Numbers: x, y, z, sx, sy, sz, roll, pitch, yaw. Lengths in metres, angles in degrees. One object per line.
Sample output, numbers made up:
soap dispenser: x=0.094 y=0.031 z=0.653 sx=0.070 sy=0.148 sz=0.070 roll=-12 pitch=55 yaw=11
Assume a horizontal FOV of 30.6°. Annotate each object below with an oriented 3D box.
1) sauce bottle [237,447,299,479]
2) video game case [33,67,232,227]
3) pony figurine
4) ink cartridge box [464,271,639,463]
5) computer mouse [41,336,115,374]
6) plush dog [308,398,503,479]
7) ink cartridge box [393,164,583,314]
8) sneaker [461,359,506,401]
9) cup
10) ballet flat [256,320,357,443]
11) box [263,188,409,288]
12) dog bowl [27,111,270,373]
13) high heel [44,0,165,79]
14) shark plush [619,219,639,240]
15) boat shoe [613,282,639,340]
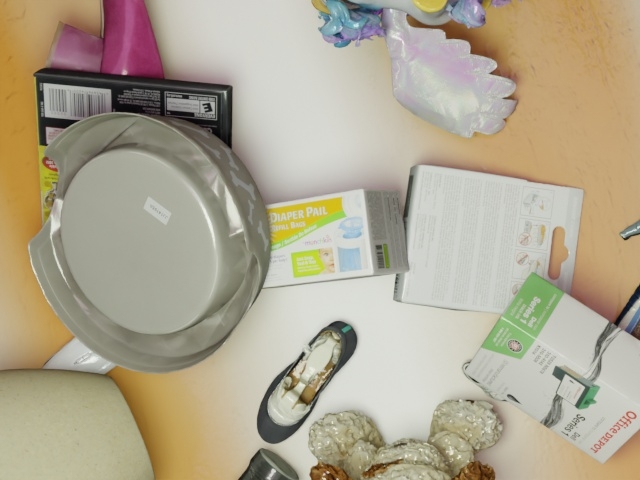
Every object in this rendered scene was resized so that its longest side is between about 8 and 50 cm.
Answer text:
sauce bottle: x=-0.158 y=0.437 z=1.594 sx=0.111 sy=0.111 sz=0.344 roll=40 pitch=93 yaw=8
video game case: x=-0.258 y=-0.104 z=1.619 sx=0.275 sy=0.035 sz=0.248 roll=6 pitch=113 yaw=9
pony figurine: x=0.132 y=-0.315 z=1.480 sx=0.351 sy=0.363 sz=0.303 roll=16 pitch=89 yaw=-5
ink cartridge box: x=0.317 y=0.165 z=1.491 sx=0.219 sy=0.160 sz=0.092 roll=33 pitch=56 yaw=10
computer mouse: x=-0.320 y=0.162 z=1.663 sx=0.193 sy=0.042 sz=0.106 roll=-35 pitch=84 yaw=6
plush dog: x=0.109 y=0.319 z=1.494 sx=0.262 sy=0.225 sz=0.210 roll=-6 pitch=87 yaw=9
ink cartridge box: x=0.225 y=0.006 z=1.585 sx=0.232 sy=0.066 sz=0.189 roll=8 pitch=89 yaw=-11
sneaker: x=0.225 y=0.192 z=1.575 sx=0.083 sy=0.037 sz=0.032 roll=31 pitch=91 yaw=8
cup: x=-0.360 y=0.301 z=1.556 sx=0.237 sy=0.331 sz=0.331 roll=-22 pitch=84 yaw=-20
ballet flat: x=-0.025 y=0.194 z=1.600 sx=0.074 sy=0.074 sz=0.203 roll=38 pitch=95 yaw=9
box: x=0.000 y=0.000 z=1.553 sx=0.203 sy=0.103 sz=0.114 roll=-9 pitch=86 yaw=31
dog bowl: x=-0.220 y=-0.005 z=1.535 sx=0.349 sy=0.102 sz=0.348 roll=8 pitch=109 yaw=24
high heel: x=-0.242 y=-0.371 z=1.647 sx=0.181 sy=0.127 sz=0.377 roll=19 pitch=94 yaw=-5
shark plush: x=0.466 y=-0.058 z=1.551 sx=0.161 sy=0.073 sz=0.067 roll=-50 pitch=61 yaw=25
boat shoe: x=0.431 y=0.103 z=1.534 sx=0.066 sy=0.066 sz=0.183 roll=34 pitch=104 yaw=4
